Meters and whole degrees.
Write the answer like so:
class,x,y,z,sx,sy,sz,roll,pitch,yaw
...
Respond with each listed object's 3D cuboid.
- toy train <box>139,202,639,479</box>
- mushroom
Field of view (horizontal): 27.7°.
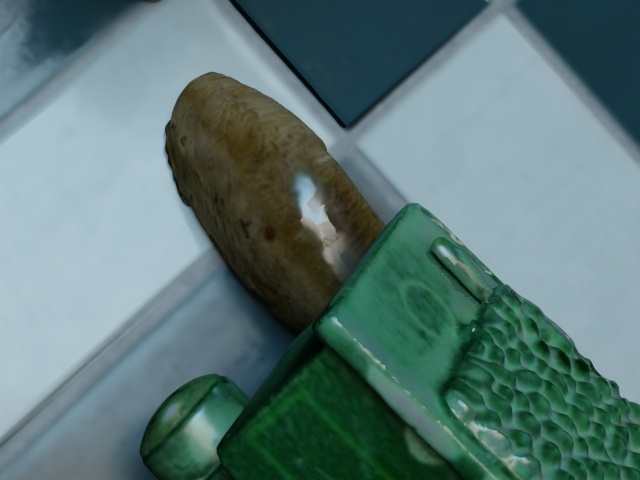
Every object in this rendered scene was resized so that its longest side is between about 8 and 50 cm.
class,x,y,z,sx,sy,sz,roll,pitch,yaw
toy train,0.050,0.140,0.569,0.266,0.202,0.145,44,29,-2
mushroom,-0.002,0.000,0.658,0.072,0.094,0.210,-44,94,-20
